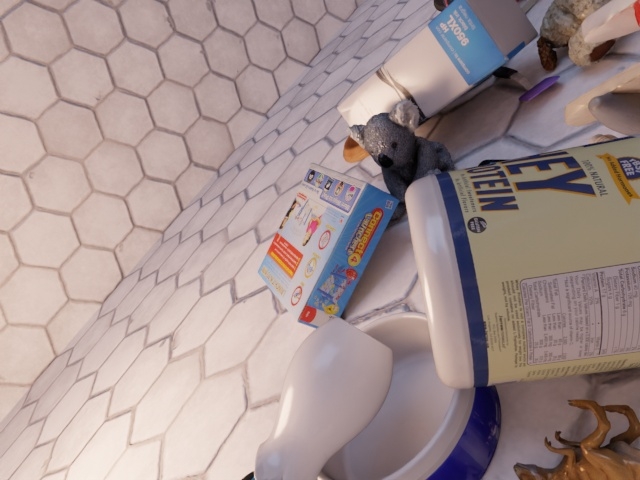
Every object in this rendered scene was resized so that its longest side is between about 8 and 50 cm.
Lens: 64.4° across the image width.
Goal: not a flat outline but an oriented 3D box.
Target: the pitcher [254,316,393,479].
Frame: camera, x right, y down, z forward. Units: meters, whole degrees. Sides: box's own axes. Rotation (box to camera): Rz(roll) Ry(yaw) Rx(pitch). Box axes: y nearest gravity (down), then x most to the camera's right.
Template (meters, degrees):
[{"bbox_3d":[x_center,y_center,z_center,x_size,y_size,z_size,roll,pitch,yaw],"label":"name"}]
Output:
[{"bbox_3d":[-0.002,0.204,0.660,0.207,0.125,0.178,-59,11,-5],"label":"pitcher"}]

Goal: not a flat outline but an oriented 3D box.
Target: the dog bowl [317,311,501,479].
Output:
[{"bbox_3d":[0.104,0.234,0.700,0.264,0.104,0.265,-35,26,20],"label":"dog bowl"}]

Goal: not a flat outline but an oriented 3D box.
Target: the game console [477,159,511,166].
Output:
[{"bbox_3d":[0.315,-0.134,0.976,0.124,0.085,0.144,-50,26,-12],"label":"game console"}]

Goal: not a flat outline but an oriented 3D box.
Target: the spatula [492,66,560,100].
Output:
[{"bbox_3d":[0.465,-0.378,1.191,0.084,0.030,0.296,-36,26,14],"label":"spatula"}]

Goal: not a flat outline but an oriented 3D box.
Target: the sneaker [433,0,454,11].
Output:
[{"bbox_3d":[0.501,-0.737,1.517,0.313,0.136,0.116,-12,72,24],"label":"sneaker"}]

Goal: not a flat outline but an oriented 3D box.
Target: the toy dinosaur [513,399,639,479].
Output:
[{"bbox_3d":[0.300,0.219,0.507,0.211,0.064,0.112,-29,46,48],"label":"toy dinosaur"}]

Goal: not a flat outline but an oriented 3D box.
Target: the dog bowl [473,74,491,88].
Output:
[{"bbox_3d":[0.395,-0.541,1.464,0.348,0.102,0.349,-35,27,21],"label":"dog bowl"}]

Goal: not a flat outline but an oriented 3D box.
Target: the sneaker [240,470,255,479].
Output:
[{"bbox_3d":[-0.083,0.433,0.651,0.139,0.125,0.341,-44,27,-11],"label":"sneaker"}]

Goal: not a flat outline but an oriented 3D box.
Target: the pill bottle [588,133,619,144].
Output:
[{"bbox_3d":[0.466,-0.143,0.815,0.043,0.043,0.083,-37,26,15],"label":"pill bottle"}]

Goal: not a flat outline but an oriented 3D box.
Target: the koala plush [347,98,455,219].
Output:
[{"bbox_3d":[0.171,-0.194,1.118,0.196,0.221,0.203,-18,35,43],"label":"koala plush"}]

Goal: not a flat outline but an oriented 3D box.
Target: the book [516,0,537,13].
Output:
[{"bbox_3d":[0.569,-0.692,1.519,0.096,0.035,0.144,-45,25,-13],"label":"book"}]

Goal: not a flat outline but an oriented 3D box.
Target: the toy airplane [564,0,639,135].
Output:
[{"bbox_3d":[0.522,-0.239,0.616,0.384,0.273,0.386,-21,-1,18],"label":"toy airplane"}]

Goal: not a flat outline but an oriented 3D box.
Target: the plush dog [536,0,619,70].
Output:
[{"bbox_3d":[0.557,-0.496,1.092,0.262,0.210,0.225,-45,-1,-6],"label":"plush dog"}]

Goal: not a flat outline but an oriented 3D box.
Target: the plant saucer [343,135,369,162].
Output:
[{"bbox_3d":[0.145,-0.324,1.574,0.200,0.037,0.200,-33,27,20],"label":"plant saucer"}]

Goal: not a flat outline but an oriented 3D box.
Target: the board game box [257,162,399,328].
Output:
[{"bbox_3d":[0.000,0.000,1.117,0.302,0.086,0.308,-63,26,5],"label":"board game box"}]

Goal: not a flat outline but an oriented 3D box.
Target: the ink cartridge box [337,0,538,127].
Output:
[{"bbox_3d":[0.269,-0.399,1.207,0.395,0.166,0.285,-33,7,44],"label":"ink cartridge box"}]

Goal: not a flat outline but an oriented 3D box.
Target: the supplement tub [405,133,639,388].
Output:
[{"bbox_3d":[0.268,0.020,0.540,0.324,0.236,0.235,-10,34,10],"label":"supplement tub"}]
